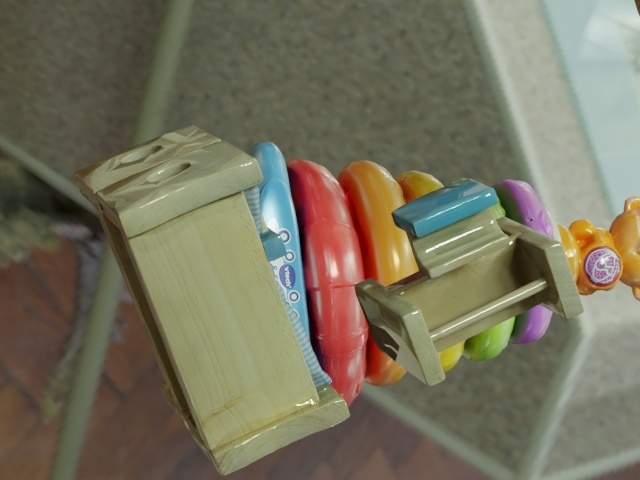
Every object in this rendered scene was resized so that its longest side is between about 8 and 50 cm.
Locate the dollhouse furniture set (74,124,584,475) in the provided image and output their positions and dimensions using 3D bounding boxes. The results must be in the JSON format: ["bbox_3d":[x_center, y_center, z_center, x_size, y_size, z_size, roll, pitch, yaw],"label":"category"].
[{"bbox_3d":[0.000,0.000,0.840,0.183,0.129,0.129,-23,107,-12],"label":"dollhouse furniture set"}]

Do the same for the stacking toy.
[{"bbox_3d":[0.091,0.019,1.122,0.302,0.166,0.175,-5,86,-11],"label":"stacking toy"}]

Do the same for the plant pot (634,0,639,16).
[{"bbox_3d":[0.274,-0.152,0.803,0.205,0.188,0.205,-14,112,-38],"label":"plant pot"}]
